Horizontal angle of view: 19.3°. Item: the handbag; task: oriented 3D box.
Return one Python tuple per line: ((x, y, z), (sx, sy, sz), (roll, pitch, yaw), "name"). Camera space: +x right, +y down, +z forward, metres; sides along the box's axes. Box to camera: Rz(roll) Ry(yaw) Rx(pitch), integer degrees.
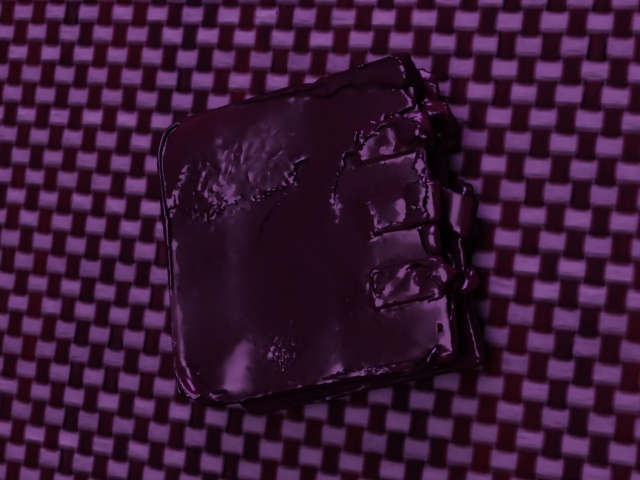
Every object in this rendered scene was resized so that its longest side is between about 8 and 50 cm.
((0.001, 0.000, 1.229), (0.216, 0.074, 0.203), (-15, 77, 26), "handbag")
